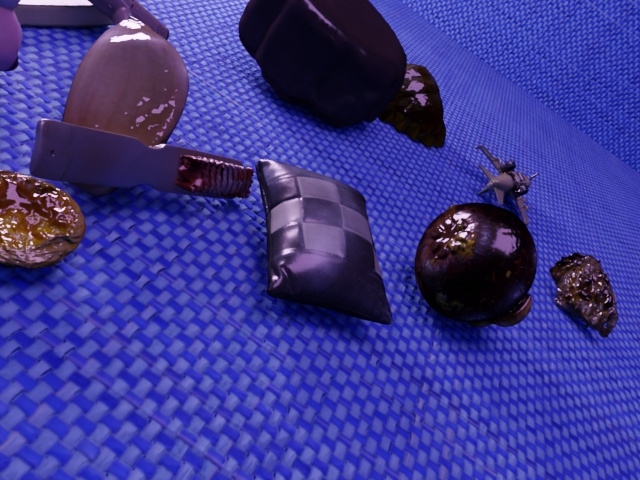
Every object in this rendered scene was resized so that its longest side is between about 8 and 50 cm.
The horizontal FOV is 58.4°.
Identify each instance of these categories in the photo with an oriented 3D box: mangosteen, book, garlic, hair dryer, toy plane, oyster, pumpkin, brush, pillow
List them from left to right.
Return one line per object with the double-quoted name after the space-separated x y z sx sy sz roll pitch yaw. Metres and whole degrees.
-0.547 -0.473 0.942 0.371 0.043 0.260 42 34 12 "book"
-0.320 -0.321 0.910 0.195 0.054 0.220 34 37 -53 "hair dryer"
-0.257 -0.180 0.763 0.143 0.112 0.318 13 44 -16 "garlic"
-0.186 -0.085 0.685 0.050 0.060 0.321 18 8 29 "brush"
0.000 0.000 0.775 0.186 0.106 0.250 18 40 -25 "pillow"
0.248 -0.335 1.409 0.254 0.149 0.130 20 27 -24 "pumpkin"
0.252 0.050 0.894 0.217 0.192 0.192 44 23 -35 "mangosteen"
0.470 -0.141 1.416 0.244 0.092 0.229 -10 70 -45 "toy plane"
0.522 0.109 1.132 0.056 0.105 0.177 14 58 -52 "oyster"

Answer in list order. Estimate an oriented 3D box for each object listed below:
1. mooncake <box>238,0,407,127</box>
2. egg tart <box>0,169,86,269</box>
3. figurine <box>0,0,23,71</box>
0.015 -0.415 1.227 0.350 0.212 0.381 48 33 10 "mooncake"
-0.302 -0.017 0.564 0.130 0.052 0.130 25 34 -19 "egg tart"
-0.516 -0.340 0.611 0.206 0.284 0.316 0 6 26 "figurine"
